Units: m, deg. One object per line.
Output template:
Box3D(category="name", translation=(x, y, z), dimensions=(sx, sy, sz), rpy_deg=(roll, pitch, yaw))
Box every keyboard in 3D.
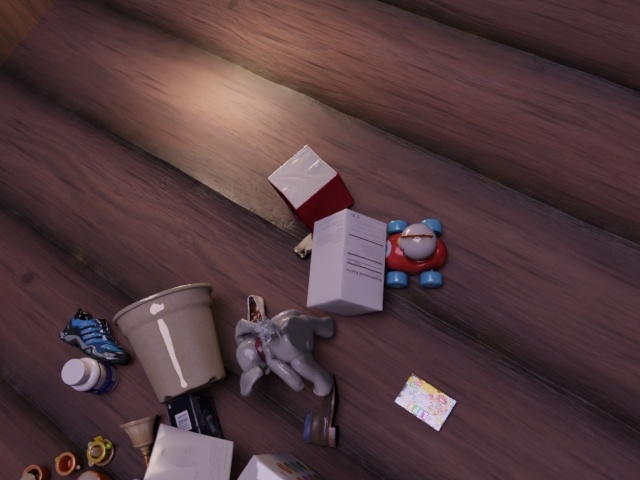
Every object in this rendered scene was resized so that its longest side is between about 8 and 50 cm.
Box3D(category="keyboard", translation=(0.000, 0.000, 2.050), dimensions=(0.192, 0.038, 0.100), rpy_deg=(-42, 42, -2))

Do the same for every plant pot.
Box3D(category="plant pot", translation=(-0.459, 0.344, 1.902), dimensions=(0.334, 0.334, 0.305), rpy_deg=(-24, 77, 5))

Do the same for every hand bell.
Box3D(category="hand bell", translation=(-0.559, 0.697, 1.900), dimensions=(0.126, 0.126, 0.241), rpy_deg=(-19, 78, 8))

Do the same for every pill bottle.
Box3D(category="pill bottle", translation=(-0.779, 0.456, 1.990), dimensions=(0.112, 0.186, 0.111), rpy_deg=(-5, 68, 14))

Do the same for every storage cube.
Box3D(category="storage cube", translation=(-0.030, -0.175, 2.020), dimensions=(0.215, 0.193, 0.183), rpy_deg=(-41, 58, -2))

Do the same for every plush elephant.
Box3D(category="plush elephant", translation=(-0.143, 0.349, 1.827), dimensions=(0.256, 0.330, 0.271), rpy_deg=(-30, 46, 34))

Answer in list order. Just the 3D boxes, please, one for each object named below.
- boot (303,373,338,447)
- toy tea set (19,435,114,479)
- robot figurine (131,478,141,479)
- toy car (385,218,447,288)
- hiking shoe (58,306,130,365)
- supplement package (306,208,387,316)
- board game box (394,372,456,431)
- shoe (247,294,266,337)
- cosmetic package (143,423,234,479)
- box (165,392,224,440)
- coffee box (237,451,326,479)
Box3D(category="boot", translation=(0.000, 0.521, 1.814), dimensions=(0.106, 0.082, 0.219), rpy_deg=(-3, 71, 11))
Box3D(category="toy tea set", translation=(-0.831, 0.776, 1.915), dimensions=(0.336, 0.124, 0.199), rpy_deg=(-22, 66, 6))
Box3D(category="robot figurine", translation=(-0.599, 0.859, 1.760), dimensions=(0.354, 0.200, 0.299), rpy_deg=(-38, 29, 12))
Box3D(category="toy car", translation=(0.286, 0.014, 1.847), dimensions=(0.211, 0.238, 0.219), rpy_deg=(-1, 69, 15))
Box3D(category="hiking shoe", translation=(-0.785, 0.340, 2.077), dimensions=(0.304, 0.113, 0.132), rpy_deg=(20, 76, 21))
Box3D(category="supplement package", translation=(0.086, 0.078, 1.877), dimensions=(0.178, 0.176, 0.292), rpy_deg=(-20, 58, 51))
Box3D(category="board game box", translation=(0.316, 0.485, 1.772), dimensions=(0.154, 0.026, 0.103), rpy_deg=(30, 80, 23))
Box3D(category="shoe", translation=(-0.216, 0.287, 1.975), dimensions=(0.077, 0.058, 0.218), rpy_deg=(-12, 67, 10))
Box3D(category="cosmetic package", translation=(-0.376, 0.662, 1.651), dimensions=(0.225, 0.224, 0.138), rpy_deg=(17, 111, -9))
Box3D(category="box", translation=(-0.393, 0.575, 1.856), dimensions=(0.093, 0.158, 0.155), rpy_deg=(-26, 66, 7))
Box3D(category="coffee box", translation=(-0.092, 0.813, 1.586), dimensions=(0.338, 0.334, 0.338), rpy_deg=(31, 82, 22))
